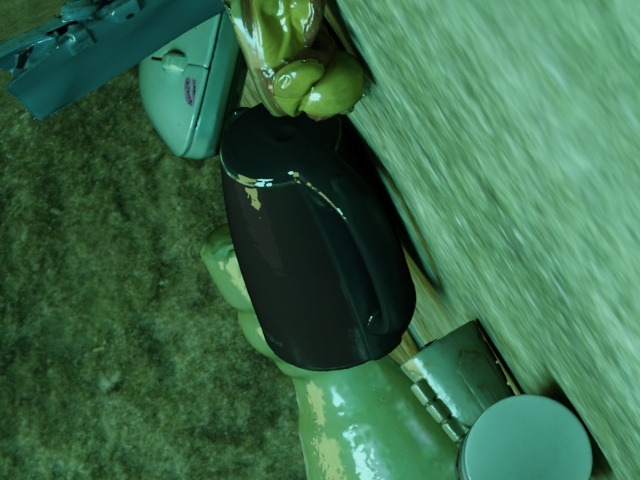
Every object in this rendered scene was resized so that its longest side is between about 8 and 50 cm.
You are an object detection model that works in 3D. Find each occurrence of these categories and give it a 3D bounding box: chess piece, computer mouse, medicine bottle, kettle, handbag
[{"bbox_3d":[0.028,0.162,2.043,0.442,0.234,0.234,65,175,-15],"label":"chess piece"},{"bbox_3d":[-0.117,-0.156,1.576,0.097,0.160,0.288,15,-176,0],"label":"computer mouse"},{"bbox_3d":[0.139,0.157,1.229,0.086,0.086,0.183,58,177,10],"label":"medicine bottle"},{"bbox_3d":[0.000,0.000,1.469,0.202,0.144,0.232,46,164,42],"label":"kettle"},{"bbox_3d":[-0.152,-0.179,1.364,0.057,0.221,0.144,60,178,4],"label":"handbag"}]

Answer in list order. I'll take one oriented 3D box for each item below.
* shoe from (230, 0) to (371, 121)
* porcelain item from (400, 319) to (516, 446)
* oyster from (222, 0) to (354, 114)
[{"bbox_3d":[-0.014,-0.122,1.130,0.072,0.069,0.109,-68,-41,-62],"label":"shoe"},{"bbox_3d":[0.148,0.167,1.353,0.213,0.084,0.054,57,150,9],"label":"porcelain item"},{"bbox_3d":[-0.029,-0.152,1.226,0.177,0.056,0.105,58,-172,33],"label":"oyster"}]
